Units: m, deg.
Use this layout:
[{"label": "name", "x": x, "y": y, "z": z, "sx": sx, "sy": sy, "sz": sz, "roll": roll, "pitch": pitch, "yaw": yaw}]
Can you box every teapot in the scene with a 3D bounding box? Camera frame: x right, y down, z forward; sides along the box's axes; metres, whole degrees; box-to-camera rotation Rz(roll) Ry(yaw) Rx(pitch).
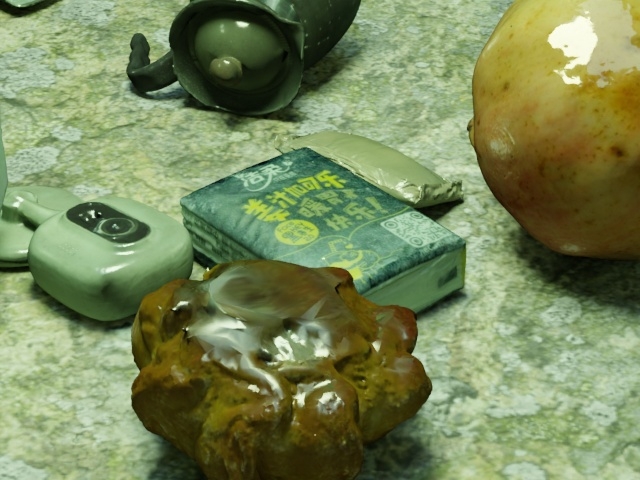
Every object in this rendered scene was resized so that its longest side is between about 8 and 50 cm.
[{"label": "teapot", "x": -0.118, "y": -0.291, "z": 1.764, "sx": 0.305, "sy": 0.223, "sz": 0.285, "roll": 11, "pitch": 41, "yaw": 10}]

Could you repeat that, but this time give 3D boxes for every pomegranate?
[{"label": "pomegranate", "x": 0.300, "y": -0.131, "z": 1.457, "sx": 0.338, "sy": 0.338, "sz": 0.338, "roll": 1, "pitch": 33, "yaw": -1}]

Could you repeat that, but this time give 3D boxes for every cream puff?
[{"label": "cream puff", "x": -0.043, "y": 0.113, "z": 1.184, "sx": 0.269, "sy": 0.155, "sz": 0.241, "roll": 17, "pitch": 37, "yaw": 20}]

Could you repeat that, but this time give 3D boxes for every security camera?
[{"label": "security camera", "x": -0.273, "y": -0.011, "z": 1.446, "sx": 0.301, "sy": 0.080, "sz": 0.157, "roll": 23, "pitch": 39, "yaw": 34}]

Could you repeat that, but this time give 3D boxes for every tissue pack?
[{"label": "tissue pack", "x": 0.000, "y": 0.000, "z": 1.428, "sx": 0.185, "sy": 0.081, "sz": 0.257, "roll": -24, "pitch": 40, "yaw": -35}]

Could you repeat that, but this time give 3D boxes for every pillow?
[{"label": "pillow", "x": 0.055, "y": -0.084, "z": 1.580, "sx": 0.208, "sy": 0.053, "sz": 0.119, "roll": 24, "pitch": 25, "yaw": 32}]

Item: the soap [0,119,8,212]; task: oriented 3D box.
[{"label": "soap", "x": -0.544, "y": -0.063, "z": 1.340, "sx": 0.446, "sy": 0.261, "sz": 0.156, "roll": -2, "pitch": 33, "yaw": -3}]

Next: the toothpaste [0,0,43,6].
[{"label": "toothpaste", "x": -0.563, "y": -0.424, "z": 2.088, "sx": 0.392, "sy": 0.061, "sz": 0.099, "roll": 23, "pitch": 37, "yaw": 27}]
